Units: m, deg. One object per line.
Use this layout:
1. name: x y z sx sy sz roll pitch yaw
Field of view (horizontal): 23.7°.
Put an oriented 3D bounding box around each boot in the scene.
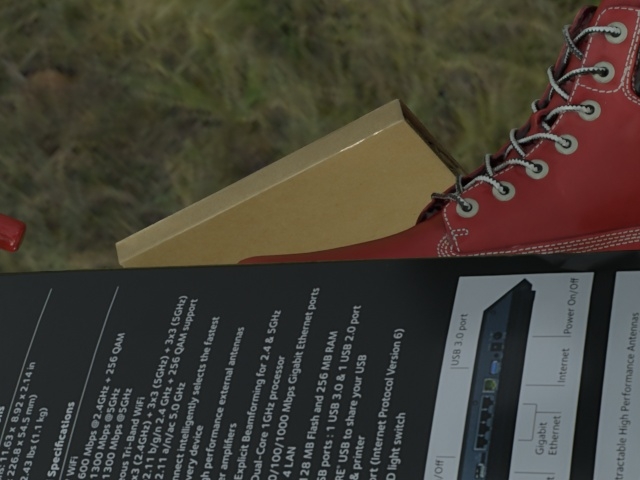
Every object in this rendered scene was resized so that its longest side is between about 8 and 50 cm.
1. boot: 0.078 -0.031 0.669 0.088 0.244 0.176 -147 58 -69

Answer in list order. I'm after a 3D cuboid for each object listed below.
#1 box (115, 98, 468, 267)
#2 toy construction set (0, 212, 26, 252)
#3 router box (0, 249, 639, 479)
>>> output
1. box: 0.000 0.000 0.956 0.201 0.164 0.021 -26 53 18
2. toy construction set: -0.350 0.065 0.959 0.237 0.257 0.309 21 45 -3
3. router box: 0.037 0.115 0.454 0.243 0.309 0.081 -2 58 24
